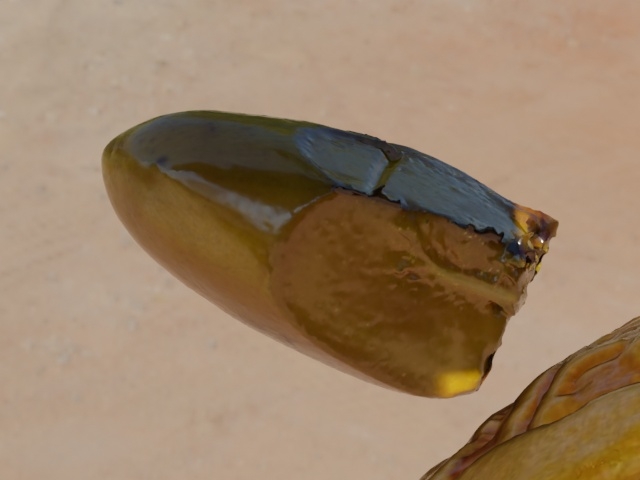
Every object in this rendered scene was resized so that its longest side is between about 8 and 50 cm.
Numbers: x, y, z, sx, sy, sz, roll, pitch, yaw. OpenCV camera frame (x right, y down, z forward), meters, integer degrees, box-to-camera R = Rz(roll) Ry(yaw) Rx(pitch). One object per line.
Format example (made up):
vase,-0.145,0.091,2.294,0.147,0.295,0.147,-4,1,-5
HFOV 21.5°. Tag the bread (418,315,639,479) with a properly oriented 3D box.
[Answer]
bread,0.142,0.089,0.578,0.270,0.148,0.270,-26,-4,-2

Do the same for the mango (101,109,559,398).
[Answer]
mango,0.000,0.000,0.914,0.252,0.126,0.154,20,9,-10
